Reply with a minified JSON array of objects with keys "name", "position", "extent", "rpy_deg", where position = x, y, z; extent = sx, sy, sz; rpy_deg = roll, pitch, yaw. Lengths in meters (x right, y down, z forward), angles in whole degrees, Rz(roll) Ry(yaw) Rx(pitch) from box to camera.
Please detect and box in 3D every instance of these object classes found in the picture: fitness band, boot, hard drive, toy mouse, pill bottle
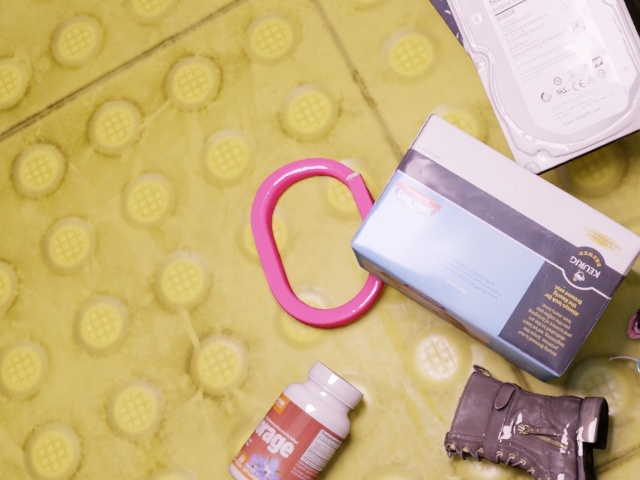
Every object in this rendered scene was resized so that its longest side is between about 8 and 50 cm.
[{"name":"fitness band","position":[0.000,0.000,1.829],"extent":[0.209,0.054,0.291],"rpy_deg":[-22,69,8]},{"name":"boot","position":[0.288,0.319,1.638],"extent":[0.228,0.091,0.263],"rpy_deg":[5,65,29]},{"name":"hard drive","position":[0.330,-0.285,1.596],"extent":[0.236,0.064,0.339],"rpy_deg":[-23,86,31]},{"name":"toy mouse","position":[0.495,0.154,1.667],"extent":[0.143,0.031,0.161],"rpy_deg":[-24,70,7]},{"name":"pill bottle","position":[-0.032,0.296,1.718],"extent":[0.121,0.121,0.216],"rpy_deg":[34,85,21]}]

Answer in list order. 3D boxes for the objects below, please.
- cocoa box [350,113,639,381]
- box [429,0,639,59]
[{"name":"cocoa box","position":[0.248,0.021,1.638],"extent":[0.347,0.231,0.228],"rpy_deg":[32,85,10]},{"name":"box","position":[0.346,-0.435,1.707],"extent":[0.343,0.179,0.313],"rpy_deg":[-41,75,29]}]
